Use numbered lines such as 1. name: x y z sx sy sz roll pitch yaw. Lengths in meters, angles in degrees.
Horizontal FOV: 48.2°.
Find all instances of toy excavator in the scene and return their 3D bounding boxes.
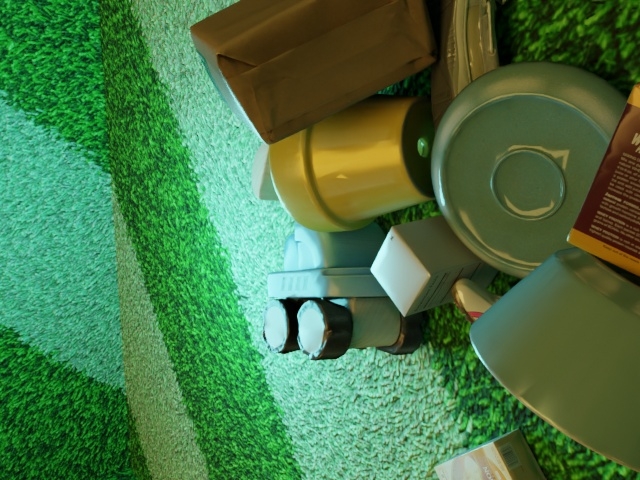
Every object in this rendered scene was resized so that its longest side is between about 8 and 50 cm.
1. toy excavator: 0.000 0.000 1.434 0.433 0.222 0.445 -6 82 58

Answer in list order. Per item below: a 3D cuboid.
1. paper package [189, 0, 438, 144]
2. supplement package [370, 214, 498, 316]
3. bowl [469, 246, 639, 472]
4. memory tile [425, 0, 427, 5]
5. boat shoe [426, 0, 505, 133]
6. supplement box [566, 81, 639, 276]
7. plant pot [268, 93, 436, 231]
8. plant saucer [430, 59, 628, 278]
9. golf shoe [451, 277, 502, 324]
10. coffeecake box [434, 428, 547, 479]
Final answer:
1. paper package: -0.027 -0.315 1.136 0.168 0.310 0.325 65 174 -27
2. supplement package: 0.190 0.031 1.130 0.105 0.179 0.105 56 142 30
3. bowl: 0.352 0.115 0.846 0.311 0.312 0.163 41 114 43
4. memory tile: 0.174 -0.415 1.152 0.148 0.012 0.113 13 112 55
5. boat shoe: 0.224 -0.291 1.057 0.118 0.103 0.320 -165 71 -75
6. supplement box: 0.406 -0.058 0.763 0.191 0.129 0.194 29 127 26
7. plant pot: 0.083 -0.144 1.196 0.239 0.254 0.253 -2 99 42
8. plant saucer: 0.285 -0.080 0.966 0.318 0.044 0.317 16 120 31
9. golf shoe: 0.283 0.109 1.073 0.186 0.067 0.086 37 125 -5
10. coffeecake box: 0.295 0.419 1.213 0.142 0.068 0.185 64 146 18
